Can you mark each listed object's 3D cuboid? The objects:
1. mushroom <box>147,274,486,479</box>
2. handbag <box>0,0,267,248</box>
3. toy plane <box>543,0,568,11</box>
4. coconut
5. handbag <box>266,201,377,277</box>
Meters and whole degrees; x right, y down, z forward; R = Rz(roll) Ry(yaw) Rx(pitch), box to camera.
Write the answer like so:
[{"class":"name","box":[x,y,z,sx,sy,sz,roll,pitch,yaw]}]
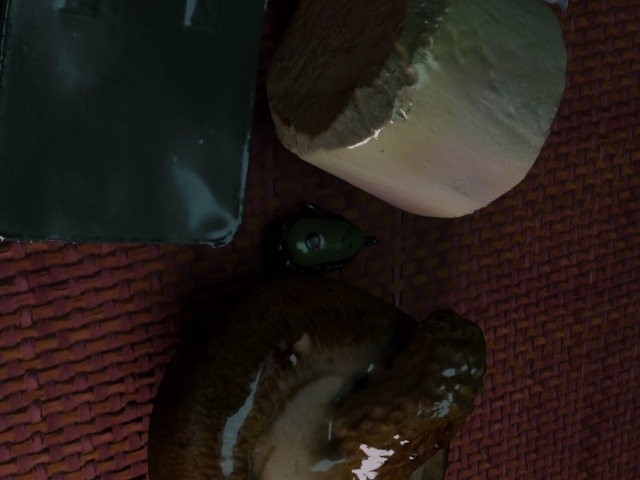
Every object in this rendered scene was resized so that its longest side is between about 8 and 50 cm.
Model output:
[{"class":"mushroom","box":[-0.012,0.192,1.200,0.345,0.239,0.345,-3,101,-16]},{"class":"handbag","box":[-0.164,-0.125,1.030,0.247,0.079,0.260,3,103,-40]},{"class":"toy plane","box":[0.252,-0.314,1.271,0.162,0.065,0.171,-9,127,-50]},{"class":"coconut","box":[0.095,-0.138,1.121,0.244,0.239,0.239,22,94,-40]},{"class":"handbag","box":[0.000,0.000,1.219,0.111,0.047,0.072,-4,85,-33]}]
